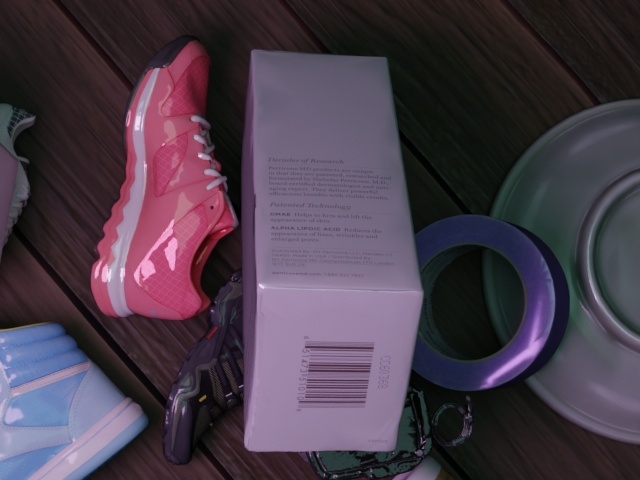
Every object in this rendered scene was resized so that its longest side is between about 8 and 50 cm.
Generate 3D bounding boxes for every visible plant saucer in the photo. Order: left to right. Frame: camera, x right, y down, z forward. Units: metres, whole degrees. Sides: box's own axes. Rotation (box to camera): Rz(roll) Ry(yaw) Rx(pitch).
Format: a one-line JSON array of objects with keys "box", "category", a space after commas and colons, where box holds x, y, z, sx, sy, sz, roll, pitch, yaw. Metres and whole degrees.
[{"box": [0.383, 0.027, 1.767, 0.401, 0.100, 0.400, 1, 81, -6], "category": "plant saucer"}]

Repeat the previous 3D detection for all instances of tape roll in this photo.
[{"box": [0.169, 0.068, 1.708, 0.189, 0.080, 0.189, -1, 87, 21], "category": "tape roll"}]

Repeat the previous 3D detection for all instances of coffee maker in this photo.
[{"box": [0.058, 0.199, 1.662, 0.171, 0.178, 0.120, 14, 85, -3], "category": "coffee maker"}]

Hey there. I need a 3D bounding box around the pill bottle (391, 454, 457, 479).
[{"box": [0.152, 0.347, 1.675, 0.229, 0.131, 0.131, 42, 79, 1], "category": "pill bottle"}]

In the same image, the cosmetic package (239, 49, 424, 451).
[{"box": [0.000, 0.000, 1.575, 0.156, 0.217, 0.385, 1, 38, -7], "category": "cosmetic package"}]

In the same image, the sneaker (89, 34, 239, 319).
[{"box": [-0.143, -0.061, 1.702, 0.136, 0.116, 0.313, 12, 88, 15], "category": "sneaker"}]

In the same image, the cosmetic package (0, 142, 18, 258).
[{"box": [-0.512, -0.057, 1.579, 0.366, 0.197, 0.155, 5, 73, 14], "category": "cosmetic package"}]

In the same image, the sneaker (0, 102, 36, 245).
[{"box": [-0.359, -0.035, 1.705, 0.095, 0.090, 0.235, 5, 82, -15], "category": "sneaker"}]

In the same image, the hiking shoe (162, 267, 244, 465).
[{"box": [-0.091, 0.146, 1.702, 0.114, 0.086, 0.226, 24, 79, 1], "category": "hiking shoe"}]

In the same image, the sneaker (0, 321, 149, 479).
[{"box": [-0.362, 0.207, 1.647, 0.319, 0.127, 0.208, -36, 88, -20], "category": "sneaker"}]
